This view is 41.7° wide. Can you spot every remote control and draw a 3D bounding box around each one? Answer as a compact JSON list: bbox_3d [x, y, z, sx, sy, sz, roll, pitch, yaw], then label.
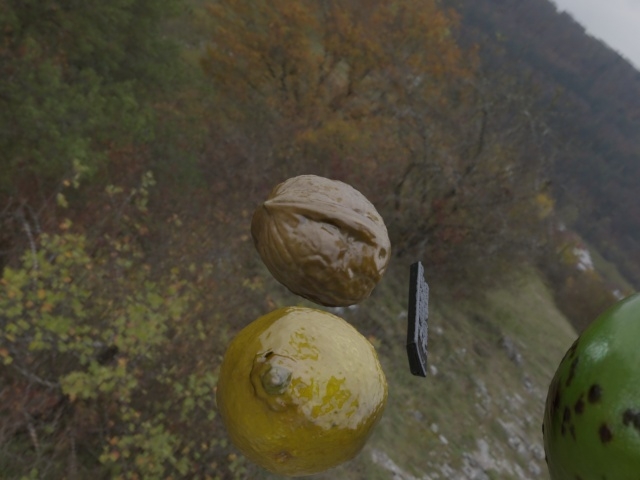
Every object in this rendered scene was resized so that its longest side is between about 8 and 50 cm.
[{"bbox_3d":[0.140,0.107,1.210,0.245,0.025,0.063,-73,153,-65],"label":"remote control"}]

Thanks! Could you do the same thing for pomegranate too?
[{"bbox_3d":[0.246,0.175,0.572,0.231,0.286,0.231,28,-7,4],"label":"pomegranate"}]

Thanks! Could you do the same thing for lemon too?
[{"bbox_3d":[-0.022,0.167,0.934,0.188,0.188,0.256,45,-1,13],"label":"lemon"}]

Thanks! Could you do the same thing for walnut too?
[{"bbox_3d":[0.000,0.000,0.661,0.124,0.105,0.105,35,15,-32],"label":"walnut"}]
